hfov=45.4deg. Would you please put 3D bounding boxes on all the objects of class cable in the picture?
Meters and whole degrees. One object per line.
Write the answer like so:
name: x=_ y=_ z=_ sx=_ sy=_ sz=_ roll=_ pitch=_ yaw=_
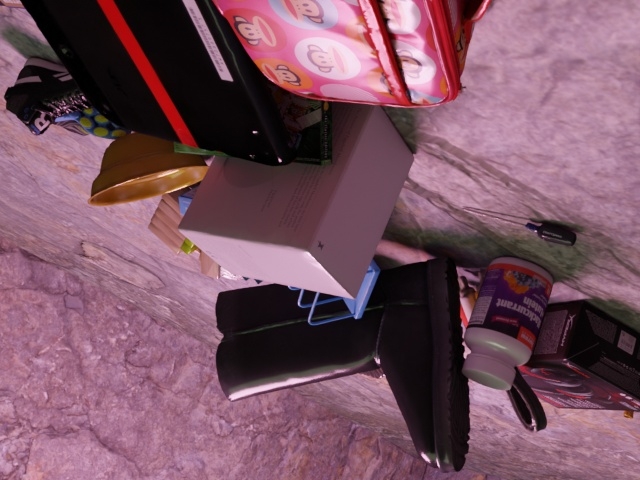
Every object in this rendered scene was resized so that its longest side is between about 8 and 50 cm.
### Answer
cable: x=0.298 y=0.200 z=1.335 sx=0.072 sy=0.287 sz=0.139 roll=-8 pitch=162 yaw=-20

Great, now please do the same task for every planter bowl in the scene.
planter bowl: x=-0.298 y=-0.132 z=1.301 sx=0.217 sy=0.090 sz=0.217 roll=-16 pitch=177 yaw=-1

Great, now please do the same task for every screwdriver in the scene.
screwdriver: x=0.279 y=-0.027 z=1.088 sx=0.170 sy=0.024 sz=0.025 roll=22 pitch=132 yaw=24

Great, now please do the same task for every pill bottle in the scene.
pill bottle: x=0.292 y=0.133 z=1.217 sx=0.108 sy=0.193 sz=0.108 roll=21 pitch=161 yaw=8

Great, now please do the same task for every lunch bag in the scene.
lunch bag: x=0.033 y=-0.237 z=0.679 sx=0.258 sy=0.120 sz=0.293 roll=11 pitch=160 yaw=24

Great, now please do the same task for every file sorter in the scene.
file sorter: x=0.000 y=0.038 z=1.256 sx=0.170 sy=0.105 sz=0.118 roll=57 pitch=146 yaw=35

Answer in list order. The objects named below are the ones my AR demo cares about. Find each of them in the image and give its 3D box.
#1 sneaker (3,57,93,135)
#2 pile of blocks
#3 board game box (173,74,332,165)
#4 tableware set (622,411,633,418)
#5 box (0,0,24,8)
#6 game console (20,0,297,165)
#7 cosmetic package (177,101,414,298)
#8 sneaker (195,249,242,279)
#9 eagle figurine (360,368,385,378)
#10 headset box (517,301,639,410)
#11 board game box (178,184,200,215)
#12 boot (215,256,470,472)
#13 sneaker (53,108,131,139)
sneaker: x=-0.409 y=-0.215 z=1.225 sx=0.217 sy=0.121 sz=0.079 roll=14 pitch=159 yaw=26
pile of blocks: x=-0.154 y=-0.006 z=1.470 sx=0.362 sy=0.113 sz=0.148 roll=20 pitch=121 yaw=22
board game box: x=-0.095 y=-0.172 z=0.980 sx=0.260 sy=0.136 sz=0.030 roll=10 pitch=-162 yaw=36
tableware set: x=0.616 y=0.353 z=1.681 sx=0.154 sy=0.024 sz=0.104 roll=21 pitch=161 yaw=7
box: x=-0.452 y=-0.370 z=1.002 sx=0.137 sy=0.036 sz=0.225 roll=13 pitch=159 yaw=28
game console: x=-0.213 y=-0.255 z=0.866 sx=0.342 sy=0.060 sz=0.386 roll=16 pitch=149 yaw=32
cosmetic package: x=-0.028 y=-0.063 z=1.028 sx=0.225 sy=0.224 sz=0.138 roll=9 pitch=155 yaw=38
sneaker: x=-0.243 y=0.009 z=1.669 sx=0.270 sy=0.090 sz=0.145 roll=29 pitch=158 yaw=-23
eagle figurine: x=0.112 y=0.161 z=1.523 sx=0.298 sy=0.226 sz=0.225 roll=3 pitch=172 yaw=36
headset box: x=0.442 y=0.218 z=1.394 sx=0.218 sy=0.110 sz=0.293 roll=29 pitch=160 yaw=-17
board game box: x=-0.093 y=-0.062 z=1.227 sx=0.212 sy=0.160 sz=0.039 roll=14 pitch=119 yaw=26
boot: x=0.020 y=0.225 z=1.319 sx=0.446 sy=0.366 sz=0.146 roll=-9 pitch=147 yaw=20
sneaker: x=-0.402 y=-0.215 z=1.328 sx=0.188 sy=0.067 sz=0.078 roll=14 pitch=180 yaw=21
